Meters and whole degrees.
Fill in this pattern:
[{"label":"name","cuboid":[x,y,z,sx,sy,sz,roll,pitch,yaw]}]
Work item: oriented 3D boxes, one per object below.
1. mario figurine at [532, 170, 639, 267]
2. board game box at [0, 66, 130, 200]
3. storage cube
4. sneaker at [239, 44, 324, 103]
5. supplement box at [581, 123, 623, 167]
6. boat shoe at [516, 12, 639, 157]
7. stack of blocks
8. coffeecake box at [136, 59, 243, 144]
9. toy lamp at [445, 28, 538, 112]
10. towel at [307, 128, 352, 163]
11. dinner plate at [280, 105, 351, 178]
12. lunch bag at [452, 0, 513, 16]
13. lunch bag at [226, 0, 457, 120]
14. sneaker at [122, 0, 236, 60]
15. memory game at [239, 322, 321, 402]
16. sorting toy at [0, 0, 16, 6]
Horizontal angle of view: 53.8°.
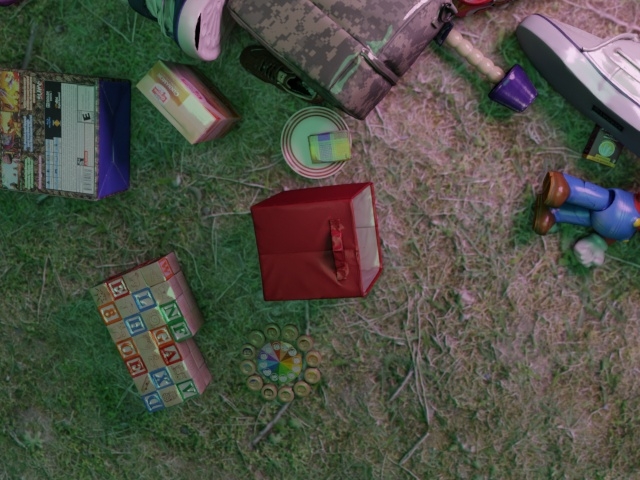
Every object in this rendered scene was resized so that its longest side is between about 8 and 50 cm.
[{"label":"mario figurine","cuboid":[0.551,-0.025,1.114,0.320,0.198,0.170,10,91,11]},{"label":"board game box","cuboid":[-0.544,-0.218,1.255,0.290,0.141,0.232,8,103,7]},{"label":"storage cube","cuboid":[0.000,0.000,1.192,0.193,0.215,0.184,-4,103,16]},{"label":"sneaker","cuboid":[-0.071,-0.320,1.197,0.188,0.071,0.066,25,105,2]},{"label":"supplement box","cuboid":[0.524,-0.181,1.154,0.054,0.043,0.083,20,104,5]},{"label":"boat shoe","cuboid":[0.512,-0.290,1.069,0.156,0.136,0.367,-45,73,3]},{"label":"stack of blocks","cuboid":[-0.340,0.196,1.345,0.171,0.087,0.297,-21,99,12]},{"label":"coffeecake box","cuboid":[-0.237,-0.258,1.177,0.068,0.185,0.142,-43,94,15]},{"label":"toy lamp","cuboid":[0.274,-0.337,1.139,0.274,0.080,0.080,40,105,-3]},{"label":"towel","cuboid":[0.020,-0.182,1.230,0.083,0.009,0.060,-7,102,10]},{"label":"dinner plate","cuboid":[-0.008,-0.193,1.245,0.141,0.017,0.141,2,104,9]},{"label":"lunch bag","cuboid":[0.321,-0.539,1.058,0.293,0.120,0.258,-18,93,3]},{"label":"lunch bag","cuboid":[0.042,-0.389,1.069,0.305,0.212,0.256,44,107,13]},{"label":"sneaker","cuboid":[-0.276,-0.412,1.082,0.236,0.323,0.130,12,122,-2]},{"label":"memory game","cuboid":[-0.088,0.265,1.362,0.186,0.012,0.186,2,103,9]},{"label":"sorting toy","cuboid":[-0.664,-0.640,1.217,0.126,0.127,0.366,7,108,37]}]
